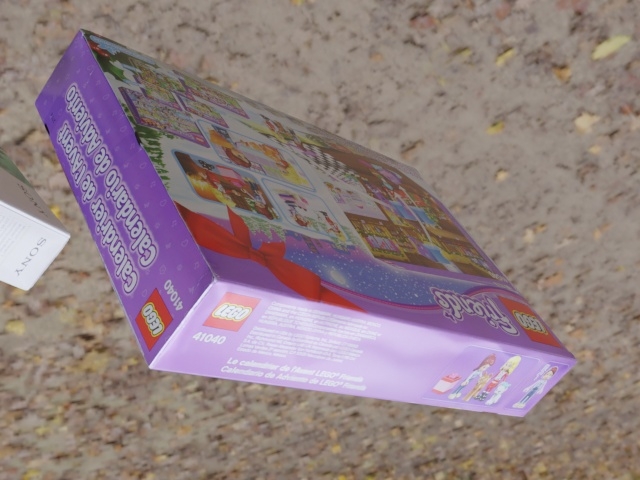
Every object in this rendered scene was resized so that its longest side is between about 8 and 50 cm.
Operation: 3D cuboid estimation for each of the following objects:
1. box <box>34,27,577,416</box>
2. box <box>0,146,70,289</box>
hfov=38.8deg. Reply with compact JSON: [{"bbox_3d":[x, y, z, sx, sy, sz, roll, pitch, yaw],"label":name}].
[{"bbox_3d":[0.000,0.000,0.527,0.293,0.201,0.057,17,119,-44],"label":"box"},{"bbox_3d":[-0.329,-0.099,0.566,0.058,0.232,0.322,-49,145,2],"label":"box"}]
